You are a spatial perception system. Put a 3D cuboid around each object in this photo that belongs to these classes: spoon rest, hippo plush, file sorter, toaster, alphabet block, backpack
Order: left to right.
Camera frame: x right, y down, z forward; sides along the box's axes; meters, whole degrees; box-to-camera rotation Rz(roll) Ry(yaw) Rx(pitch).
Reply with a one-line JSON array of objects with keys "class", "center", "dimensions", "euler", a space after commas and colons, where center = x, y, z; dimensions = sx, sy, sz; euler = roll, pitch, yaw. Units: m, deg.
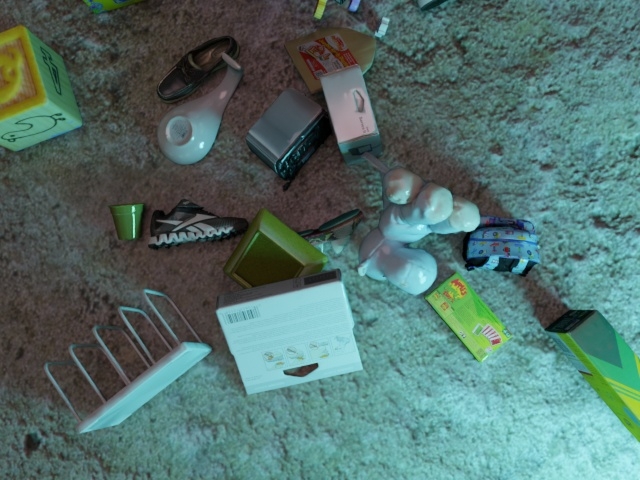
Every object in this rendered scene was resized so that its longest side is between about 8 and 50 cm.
[{"class": "alphabet block", "center": [-0.680, -0.336, 1.664], "dimensions": [0.192, 0.197, 0.194], "euler": [-22, 83, 3]}, {"class": "file sorter", "center": [-0.411, 0.251, 1.587], "dimensions": [0.277, 0.193, 0.173], "euler": [-38, 79, 0]}, {"class": "spoon rest", "center": [-0.269, -0.296, 1.695], "dimensions": [0.137, 0.084, 0.276], "euler": [42, 102, 9]}, {"class": "toaster", "center": [-0.069, -0.223, 1.618], "dimensions": [0.110, 0.168, 0.186], "euler": [40, 88, 10]}, {"class": "hippo plush", "center": [0.158, -0.021, 1.524], "dimensions": [0.294, 0.234, 0.237], "euler": [29, 97, 24]}, {"class": "backpack", "center": [0.382, 0.009, 1.550], "dimensions": [0.158, 0.173, 0.117], "euler": [6, 85, 6]}]

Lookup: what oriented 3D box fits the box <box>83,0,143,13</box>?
[{"class": "box", "center": [-0.502, -0.711, 1.646], "dimensions": [0.176, 0.279, 0.290], "euler": [-14, 84, 4]}]

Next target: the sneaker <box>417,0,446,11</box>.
[{"class": "sneaker", "center": [0.315, -0.663, 1.656], "dimensions": [0.295, 0.124, 0.178], "euler": [-29, 92, 3]}]

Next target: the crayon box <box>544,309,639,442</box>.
[{"class": "crayon box", "center": [0.604, 0.284, 1.491], "dimensions": [0.081, 0.202, 0.319], "euler": [-38, 84, 0]}]

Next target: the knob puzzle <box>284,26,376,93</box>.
[{"class": "knob puzzle", "center": [0.037, -0.413, 1.672], "dimensions": [0.213, 0.030, 0.213], "euler": [-2, 56, 3]}]

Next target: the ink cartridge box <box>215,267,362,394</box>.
[{"class": "ink cartridge box", "center": [-0.062, 0.200, 1.606], "dimensions": [0.275, 0.060, 0.239], "euler": [-13, 120, 4]}]

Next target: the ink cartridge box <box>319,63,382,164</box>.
[{"class": "ink cartridge box", "center": [0.068, -0.264, 1.585], "dimensions": [0.093, 0.212, 0.154], "euler": [-16, 83, 3]}]

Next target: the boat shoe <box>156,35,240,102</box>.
[{"class": "boat shoe", "center": [-0.288, -0.402, 1.699], "dimensions": [0.223, 0.073, 0.080], "euler": [-34, 82, 1]}]

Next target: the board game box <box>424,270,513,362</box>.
[{"class": "board game box", "center": [0.319, 0.165, 1.605], "dimensions": [0.092, 0.043, 0.181], "euler": [-40, 83, 0]}]

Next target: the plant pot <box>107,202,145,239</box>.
[{"class": "plant pot", "center": [-0.437, -0.042, 1.679], "dimensions": [0.083, 0.083, 0.079], "euler": [-2, 96, 5]}]

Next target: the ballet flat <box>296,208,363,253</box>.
[{"class": "ballet flat", "center": [0.000, 0.000, 1.642], "dimensions": [0.221, 0.077, 0.079], "euler": [-20, 101, 7]}]

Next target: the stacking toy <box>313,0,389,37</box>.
[{"class": "stacking toy", "center": [0.092, -0.583, 1.664], "dimensions": [0.166, 0.052, 0.221], "euler": [16, 92, -11]}]

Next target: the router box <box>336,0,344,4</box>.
[{"class": "router box", "center": [0.046, -0.623, 1.710], "dimensions": [0.092, 0.038, 0.122], "euler": [36, 88, 7]}]

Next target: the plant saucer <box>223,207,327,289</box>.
[{"class": "plant saucer", "center": [-0.109, 0.058, 1.614], "dimensions": [0.188, 0.045, 0.188], "euler": [37, 113, 7]}]

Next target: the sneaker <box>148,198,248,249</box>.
[{"class": "sneaker", "center": [-0.279, -0.045, 1.657], "dimensions": [0.234, 0.078, 0.106], "euler": [-8, 84, 10]}]
